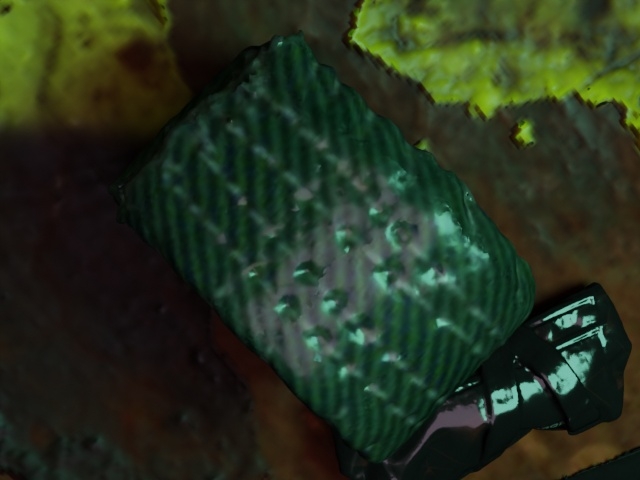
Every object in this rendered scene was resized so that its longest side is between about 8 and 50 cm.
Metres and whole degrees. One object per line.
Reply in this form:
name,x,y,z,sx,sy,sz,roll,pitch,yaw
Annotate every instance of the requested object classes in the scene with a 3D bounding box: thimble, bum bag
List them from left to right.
thimble,0.001,0.001,0.580,0.090,0.118,0.135,-45,94,-1
bum bag,0.063,0.062,0.654,0.124,0.034,0.058,-24,96,-4

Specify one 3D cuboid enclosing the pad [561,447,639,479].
pad,0.130,0.181,0.719,0.116,0.004,0.193,-21,109,-5
